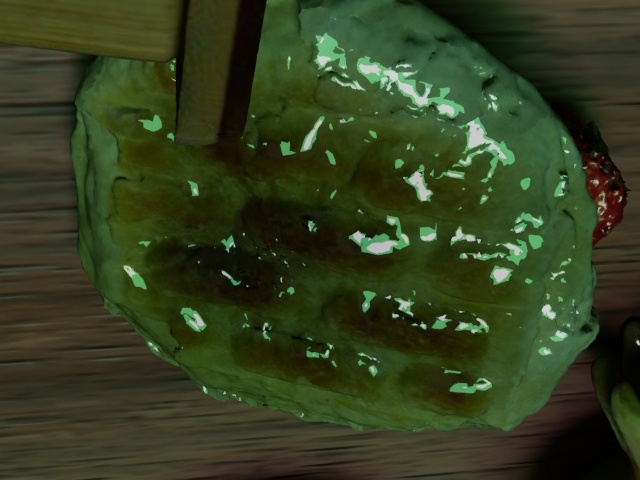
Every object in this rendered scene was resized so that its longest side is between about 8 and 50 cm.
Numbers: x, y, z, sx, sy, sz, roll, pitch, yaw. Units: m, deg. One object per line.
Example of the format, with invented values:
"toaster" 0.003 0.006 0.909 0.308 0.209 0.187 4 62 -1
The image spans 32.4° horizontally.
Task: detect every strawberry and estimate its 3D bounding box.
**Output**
"strawberry" 0.122 -0.030 0.619 0.096 0.083 0.083 -30 132 31

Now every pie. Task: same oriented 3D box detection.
"pie" 0.000 0.000 0.578 0.306 0.071 0.306 7 126 9

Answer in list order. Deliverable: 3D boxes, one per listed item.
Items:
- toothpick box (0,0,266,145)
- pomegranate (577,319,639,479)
"toothpick box" -0.170 -0.169 0.364 0.308 0.190 0.187 5 133 -11
"pomegranate" 0.293 0.212 0.807 0.310 0.216 0.358 -23 103 10
